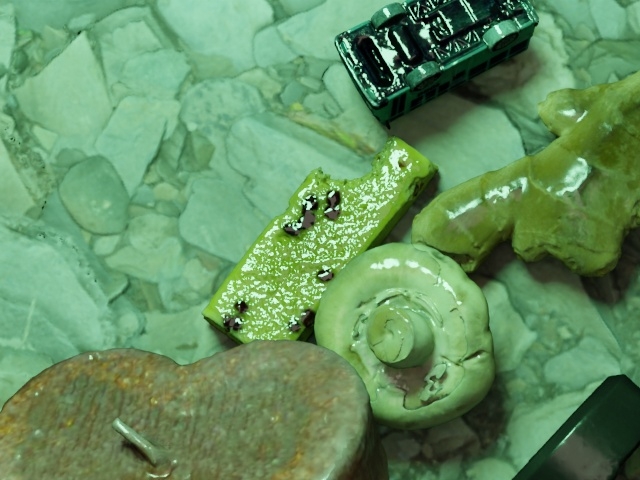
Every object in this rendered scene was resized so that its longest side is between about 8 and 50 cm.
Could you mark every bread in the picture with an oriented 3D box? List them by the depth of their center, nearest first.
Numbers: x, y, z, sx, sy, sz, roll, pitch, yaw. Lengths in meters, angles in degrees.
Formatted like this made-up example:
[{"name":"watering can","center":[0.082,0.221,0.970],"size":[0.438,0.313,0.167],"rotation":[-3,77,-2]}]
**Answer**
[{"name":"bread","center":[0.000,0.000,1.416],"size":[0.088,0.049,0.226],"rotation":[36,84,10]}]

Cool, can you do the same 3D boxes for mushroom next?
[{"name":"mushroom","center":[0.070,0.079,1.352],"size":[0.154,0.122,0.154],"rotation":[0,91,14]}]

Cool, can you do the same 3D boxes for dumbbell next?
[{"name":"dumbbell","center":[0.260,0.227,1.301],"size":[0.218,0.152,0.152],"rotation":[42,86,10]}]

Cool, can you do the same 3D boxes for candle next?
[{"name":"candle","center":[-0.119,0.199,1.277],"size":[0.317,0.131,0.287],"rotation":[-2,45,18]}]

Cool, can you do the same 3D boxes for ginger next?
[{"name":"ginger","center":[0.232,-0.067,1.397],"size":[0.333,0.081,0.148],"rotation":[-43,60,-5]}]

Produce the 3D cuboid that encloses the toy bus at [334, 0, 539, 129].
[{"name":"toy bus","center":[0.095,-0.166,1.416],"size":[0.160,0.092,0.079],"rotation":[-29,77,-7]}]
